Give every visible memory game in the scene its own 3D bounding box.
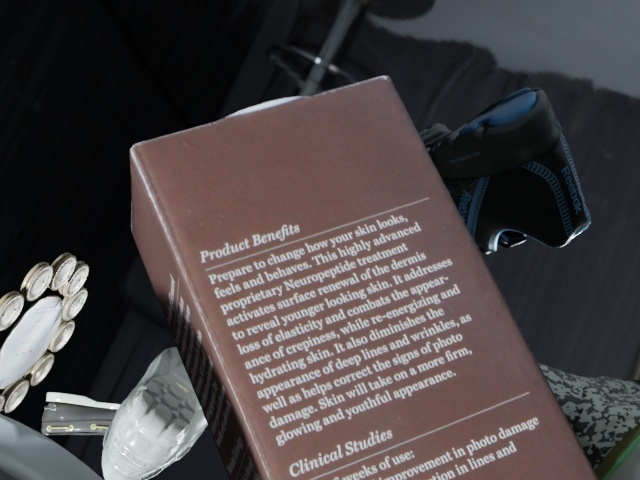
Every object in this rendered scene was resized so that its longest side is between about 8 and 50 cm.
[{"bbox_3d":[-0.271,0.091,0.967,0.012,0.186,0.186,30,165,11],"label":"memory game"}]

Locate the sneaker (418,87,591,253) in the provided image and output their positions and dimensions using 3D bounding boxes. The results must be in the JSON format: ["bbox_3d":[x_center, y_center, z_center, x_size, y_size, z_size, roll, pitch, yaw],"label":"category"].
[{"bbox_3d":[0.131,-0.044,1.053,0.140,0.125,0.341,59,161,-9],"label":"sneaker"}]

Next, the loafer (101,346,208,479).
[{"bbox_3d":[-0.195,0.214,1.327,0.112,0.111,0.319,41,-170,4],"label":"loafer"}]

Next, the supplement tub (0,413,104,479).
[{"bbox_3d":[-0.231,0.250,0.495,0.228,0.316,0.228,13,129,16],"label":"supplement tub"}]

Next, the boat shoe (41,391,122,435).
[{"bbox_3d":[-0.314,0.283,1.635,0.227,0.069,0.081,9,168,4],"label":"boat shoe"}]

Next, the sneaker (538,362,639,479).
[{"bbox_3d":[0.255,0.169,0.895,0.182,0.158,0.410,42,-178,27],"label":"sneaker"}]

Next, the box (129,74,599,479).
[{"bbox_3d":[0.026,0.098,0.693,0.143,0.191,0.381,113,136,-63],"label":"box"}]
